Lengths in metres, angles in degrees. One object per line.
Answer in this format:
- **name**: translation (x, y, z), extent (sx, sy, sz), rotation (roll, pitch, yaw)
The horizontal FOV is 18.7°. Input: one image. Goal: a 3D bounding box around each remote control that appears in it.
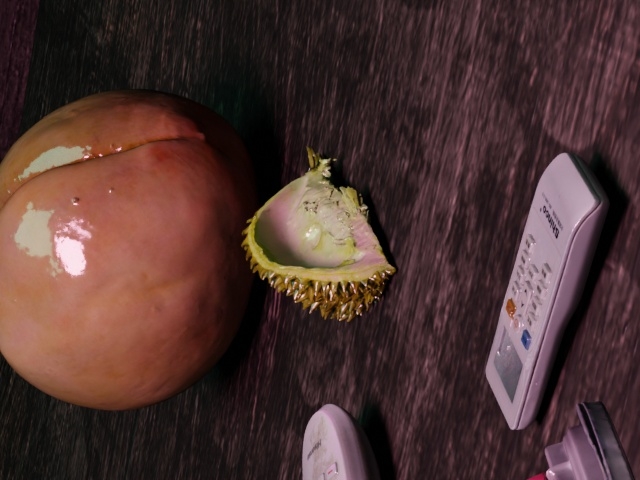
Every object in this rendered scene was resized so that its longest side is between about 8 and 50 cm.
- **remote control**: translation (0.132, 0.031, 1.133), extent (0.061, 0.029, 0.162), rotation (-108, 25, -54)
- **remote control**: translation (0.025, 0.235, 1.357), extent (0.097, 0.045, 0.256), rotation (124, 144, -56)

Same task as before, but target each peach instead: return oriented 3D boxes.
- **peach**: translation (-0.171, 0.002, 1.716), extent (0.292, 0.247, 0.292), rotation (-40, 29, 28)

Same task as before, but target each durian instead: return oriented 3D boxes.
- **durian**: translation (0.000, 0.000, 1.497), extent (0.100, 0.086, 0.215), rotation (-44, 32, 7)

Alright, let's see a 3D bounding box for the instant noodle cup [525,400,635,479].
- **instant noodle cup**: translation (0.077, 0.217, 0.833), extent (0.302, 0.182, 0.258), rotation (56, -164, -72)
